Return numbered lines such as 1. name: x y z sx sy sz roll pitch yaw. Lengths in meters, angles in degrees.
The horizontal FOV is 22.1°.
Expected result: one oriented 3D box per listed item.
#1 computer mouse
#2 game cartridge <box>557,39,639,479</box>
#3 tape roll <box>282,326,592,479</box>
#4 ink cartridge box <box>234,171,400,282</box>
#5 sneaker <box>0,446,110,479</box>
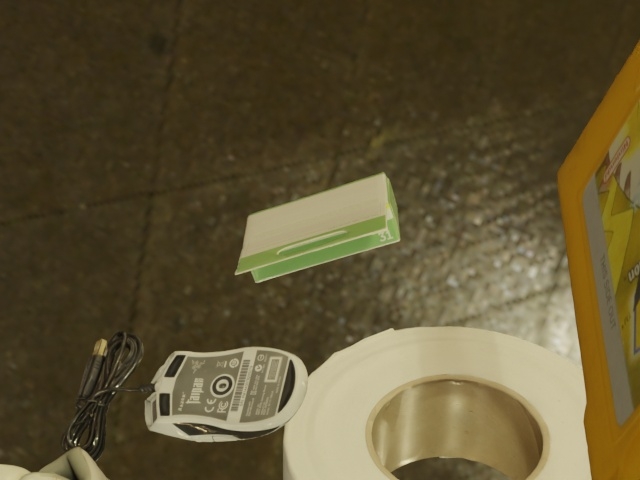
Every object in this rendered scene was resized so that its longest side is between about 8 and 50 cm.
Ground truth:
1. computer mouse: -0.093 0.118 1.201 0.042 0.193 0.106 57 40 -49
2. game cartridge: 0.215 -0.003 0.890 0.285 0.053 0.323 116 -17 -45
3. tape roll: 0.109 0.194 1.342 0.286 0.286 0.100 -34 139 -37
4. ink cartridge box: 0.000 0.000 1.782 0.235 0.171 0.056 -88 160 -72
5. sneaker: -0.179 0.189 0.927 0.090 0.115 0.232 -29 -176 21
